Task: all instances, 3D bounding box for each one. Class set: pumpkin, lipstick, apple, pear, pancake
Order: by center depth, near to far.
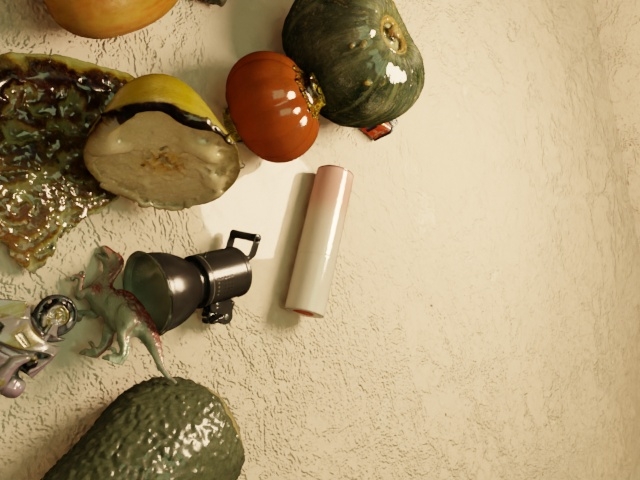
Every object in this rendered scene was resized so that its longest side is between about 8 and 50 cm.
[{"bbox_3d":[-0.348,-0.448,0.878,0.241,0.242,0.242,-40,110,-19],"label":"apple"},{"bbox_3d":[-0.428,-0.155,0.899,0.427,0.067,0.304,-44,119,-35],"label":"pancake"},{"bbox_3d":[-0.257,-0.183,0.906,0.267,0.267,0.178,13,54,-38],"label":"pear"},{"bbox_3d":[0.072,-0.407,1.200,0.292,0.258,0.327,-10,84,-49],"label":"pumpkin"},{"bbox_3d":[0.000,0.000,1.202,0.087,0.087,0.326,24,70,-35],"label":"lipstick"}]

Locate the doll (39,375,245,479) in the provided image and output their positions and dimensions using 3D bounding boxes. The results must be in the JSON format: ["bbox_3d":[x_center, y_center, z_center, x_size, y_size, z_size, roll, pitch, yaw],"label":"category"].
[{"bbox_3d":[-0.281,0.363,0.838,0.349,0.247,0.247,-37,109,-57],"label":"doll"}]

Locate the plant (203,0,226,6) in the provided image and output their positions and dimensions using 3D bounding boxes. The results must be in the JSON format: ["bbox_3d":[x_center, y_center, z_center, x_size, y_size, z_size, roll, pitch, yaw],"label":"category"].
[{"bbox_3d":[-0.177,-0.556,1.068,0.129,0.194,0.132,18,48,-39],"label":"plant"}]

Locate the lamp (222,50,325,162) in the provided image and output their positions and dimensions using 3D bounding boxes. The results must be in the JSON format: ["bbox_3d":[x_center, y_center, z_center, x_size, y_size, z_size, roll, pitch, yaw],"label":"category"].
[{"bbox_3d":[-0.091,-0.261,1.089,0.223,0.197,0.223,-20,90,-78],"label":"lamp"}]

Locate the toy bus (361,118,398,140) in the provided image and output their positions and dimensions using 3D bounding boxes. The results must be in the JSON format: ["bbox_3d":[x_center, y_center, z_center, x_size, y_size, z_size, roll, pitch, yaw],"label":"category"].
[{"bbox_3d":[0.153,-0.341,1.381,0.077,0.079,0.174,25,69,-25],"label":"toy bus"}]

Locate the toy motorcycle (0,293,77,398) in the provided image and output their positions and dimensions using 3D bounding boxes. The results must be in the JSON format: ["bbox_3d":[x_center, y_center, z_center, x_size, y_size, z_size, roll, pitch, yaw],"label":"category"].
[{"bbox_3d":[-0.472,0.156,0.805,0.225,0.073,0.152,2,86,-40],"label":"toy motorcycle"}]

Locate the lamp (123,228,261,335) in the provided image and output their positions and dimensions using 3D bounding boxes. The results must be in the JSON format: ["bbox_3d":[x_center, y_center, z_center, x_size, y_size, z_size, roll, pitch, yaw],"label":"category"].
[{"bbox_3d":[-0.214,0.080,0.999,0.228,0.147,0.171,-11,105,-47],"label":"lamp"}]

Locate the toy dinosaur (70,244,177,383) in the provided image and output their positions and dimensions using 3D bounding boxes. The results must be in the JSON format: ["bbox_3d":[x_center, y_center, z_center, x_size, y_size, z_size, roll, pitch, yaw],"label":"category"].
[{"bbox_3d":[-0.309,0.129,0.897,0.242,0.053,0.167,29,66,9],"label":"toy dinosaur"}]
